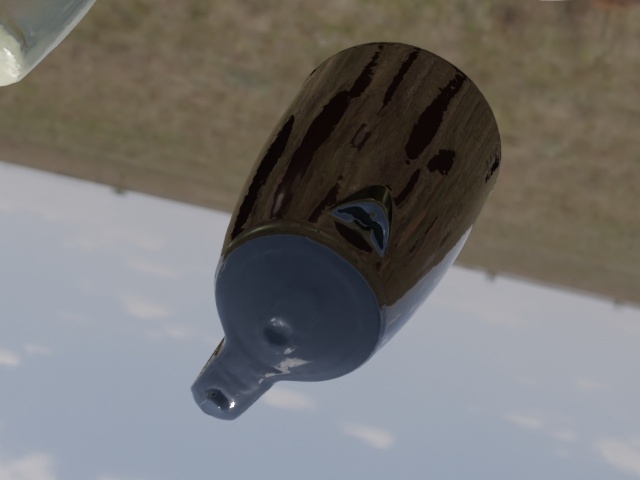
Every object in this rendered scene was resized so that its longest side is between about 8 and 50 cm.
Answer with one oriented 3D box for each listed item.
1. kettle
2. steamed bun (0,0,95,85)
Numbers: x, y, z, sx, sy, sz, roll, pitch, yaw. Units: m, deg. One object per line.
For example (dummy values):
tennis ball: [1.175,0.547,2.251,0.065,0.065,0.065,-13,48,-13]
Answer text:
kettle: [0.000,0.000,1.128,0.144,0.202,0.232,43,-147,-6]
steamed bun: [-0.281,-0.247,1.509,0.170,0.225,0.200,4,142,52]
